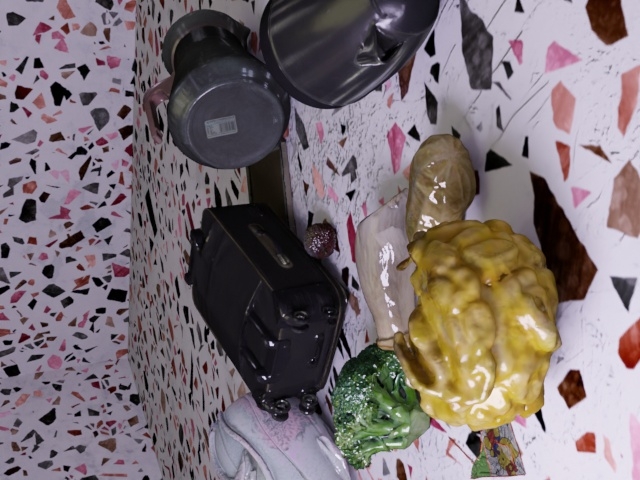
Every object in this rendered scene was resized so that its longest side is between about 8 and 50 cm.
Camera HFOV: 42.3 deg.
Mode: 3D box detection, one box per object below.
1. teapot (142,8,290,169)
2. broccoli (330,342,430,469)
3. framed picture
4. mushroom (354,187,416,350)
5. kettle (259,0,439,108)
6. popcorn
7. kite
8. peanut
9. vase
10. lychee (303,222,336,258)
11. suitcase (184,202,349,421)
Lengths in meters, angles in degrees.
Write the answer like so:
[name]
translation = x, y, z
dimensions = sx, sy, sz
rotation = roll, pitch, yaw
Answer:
[teapot]
translation = -0.236, -0.316, 1.762
dimensions = 0.253, 0.300, 0.344
rotation = 56, -173, -41
[broccoli]
translation = 0.087, 0.259, 1.305
dimensions = 0.156, 0.195, 0.195
rotation = 35, 131, 35
[framed picture]
translation = -0.109, -0.040, 1.852
dimensions = 0.247, 0.022, 0.335
rotation = 175, 89, -67
[mushroom]
translation = 0.107, 0.043, 1.274
dimensions = 0.096, 0.108, 0.247
rotation = -19, -73, -75
[kettle]
translation = 0.075, -0.328, 1.171
dimensions = 0.207, 0.250, 0.271
rotation = 55, 152, -13
[popcorn]
translation = 0.182, 0.104, 0.960
dimensions = 0.250, 0.189, 0.250
rotation = -9, -90, -80
[kite]
translation = 0.219, 0.254, 1.179
dimensions = 0.244, 0.006, 0.198
rotation = -136, 44, -56
[peanut]
translation = 0.164, -0.053, 1.129
dimensions = 0.093, 0.083, 0.194
rotation = 17, 123, 27
[vase]
translation = -0.038, 0.484, 1.569
dimensions = 0.445, 0.249, 0.250
rotation = 47, 138, 46
[lychee]
translation = 0.000, 0.000, 1.557
dimensions = 0.067, 0.068, 0.083
rotation = -47, 33, 6
[suitcase]
translation = -0.109, 0.115, 1.640
dimensions = 0.434, 0.194, 0.283
rotation = 45, 133, 43
